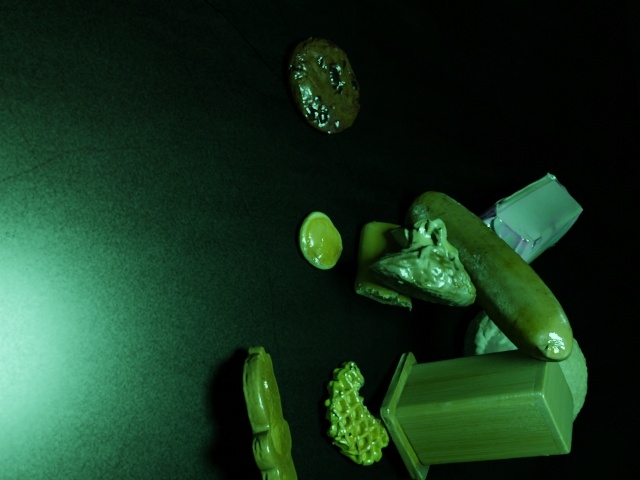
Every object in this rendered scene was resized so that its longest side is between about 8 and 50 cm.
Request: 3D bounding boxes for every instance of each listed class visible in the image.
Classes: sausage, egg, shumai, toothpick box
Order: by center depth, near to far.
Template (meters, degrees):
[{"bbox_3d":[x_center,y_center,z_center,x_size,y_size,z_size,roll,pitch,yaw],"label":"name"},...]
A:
[{"bbox_3d":[0.195,0.034,1.214,0.209,0.161,0.153,17,73,-10],"label":"shumai"},{"bbox_3d":[0.301,0.317,1.252,0.190,0.308,0.187,63,33,-18],"label":"toothpick box"},{"bbox_3d":[0.327,0.056,1.294,0.136,0.501,0.123,7,121,-33],"label":"sausage"},{"bbox_3d":[0.464,0.288,1.497,0.279,0.279,0.311,-14,75,-47],"label":"egg"}]

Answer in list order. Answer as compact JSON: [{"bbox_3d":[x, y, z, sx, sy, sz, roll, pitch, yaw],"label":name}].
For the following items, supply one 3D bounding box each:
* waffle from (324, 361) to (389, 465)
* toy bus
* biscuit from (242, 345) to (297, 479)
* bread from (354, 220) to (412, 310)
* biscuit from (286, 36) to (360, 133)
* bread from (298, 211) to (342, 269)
[{"bbox_3d":[0.075,0.326,1.226,0.194,0.051,0.149,48,51,-30],"label":"waffle"},{"bbox_3d":[0.485,-0.037,1.608,0.171,0.162,0.386,45,42,18],"label":"toy bus"},{"bbox_3d":[-0.083,0.287,1.022,0.184,0.035,0.249,42,34,-81],"label":"biscuit"},{"bbox_3d":[0.137,0.046,1.323,0.134,0.085,0.173,22,66,-41],"label":"bread"},{"bbox_3d":[0.009,-0.302,1.287,0.192,0.049,0.192,8,79,-42],"label":"biscuit"},{"bbox_3d":[0.000,0.000,1.233,0.110,0.024,0.110,12,74,-45],"label":"bread"}]
